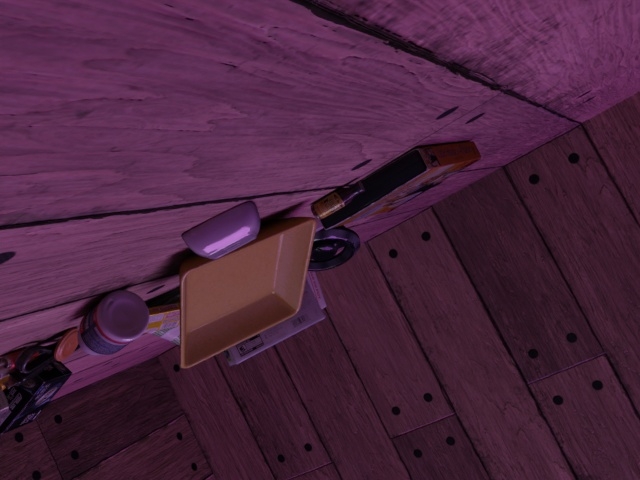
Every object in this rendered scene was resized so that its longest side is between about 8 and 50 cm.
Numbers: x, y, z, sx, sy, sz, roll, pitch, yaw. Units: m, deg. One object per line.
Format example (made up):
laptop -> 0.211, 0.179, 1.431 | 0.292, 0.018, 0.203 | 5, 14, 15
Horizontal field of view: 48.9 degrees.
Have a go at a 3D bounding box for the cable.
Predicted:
cable -> -0.635, 0.248, 1.601 | 0.139, 0.072, 0.287 | -54, 174, 30

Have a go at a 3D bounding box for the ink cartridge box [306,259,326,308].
ink cartridge box -> -0.111, 0.160, 2.287 | 0.119, 0.207, 0.353 | -17, -177, 38

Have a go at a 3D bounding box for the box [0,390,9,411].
box -> -0.882, 0.417, 1.642 | 0.275, 0.094, 0.113 | -24, 173, -31

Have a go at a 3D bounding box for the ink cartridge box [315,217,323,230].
ink cartridge box -> -0.016, -0.037, 1.884 | 0.083, 0.028, 0.048 | -32, 173, 37

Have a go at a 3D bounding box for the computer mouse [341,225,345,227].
computer mouse -> 0.001, 0.001, 2.267 | 0.106, 0.042, 0.193 | -25, 174, -29

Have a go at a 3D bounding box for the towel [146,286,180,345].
towel -> -0.353, 0.223, 1.968 | 0.248, 0.038, 0.325 | -28, 149, 16

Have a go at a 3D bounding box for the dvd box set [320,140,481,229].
dvd box set -> 0.210, -0.146, 1.780 | 0.308, 0.062, 0.420 | -31, 174, 29

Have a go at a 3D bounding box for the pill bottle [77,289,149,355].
pill bottle -> -0.439, 0.179, 1.462 | 0.108, 0.108, 0.180 | -22, 173, -42

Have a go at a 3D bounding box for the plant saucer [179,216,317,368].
plant saucer -> -0.180, 0.098, 1.556 | 0.333, 0.081, 0.332 | -23, 144, -30

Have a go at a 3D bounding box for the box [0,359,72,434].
box -> -0.757, 0.397, 1.822 | 0.180, 0.077, 0.147 | -50, 173, 3

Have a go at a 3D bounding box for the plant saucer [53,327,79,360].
plant saucer -> -0.577, 0.239, 1.611 | 0.083, 0.013, 0.083 | -61, 170, -18

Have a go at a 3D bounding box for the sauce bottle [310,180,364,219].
sauce bottle -> 0.039, -0.092, 1.575 | 0.128, 0.042, 0.042 | -32, 174, 21

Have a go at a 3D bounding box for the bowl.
bowl -> -0.169, -0.011, 1.265 | 0.142, 0.053, 0.142 | -28, 175, -3

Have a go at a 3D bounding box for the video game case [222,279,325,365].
video game case -> -0.156, 0.140, 1.737 | 0.270, 0.244, 0.061 | -24, 177, -30

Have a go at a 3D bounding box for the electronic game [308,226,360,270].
electronic game -> 0.006, 0.025, 2.080 | 0.229, 0.048, 0.229 | -9, 149, -5

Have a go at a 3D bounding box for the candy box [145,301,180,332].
candy box -> -0.437, 0.204, 1.808 | 0.206, 0.027, 0.105 | -8, 149, -32
